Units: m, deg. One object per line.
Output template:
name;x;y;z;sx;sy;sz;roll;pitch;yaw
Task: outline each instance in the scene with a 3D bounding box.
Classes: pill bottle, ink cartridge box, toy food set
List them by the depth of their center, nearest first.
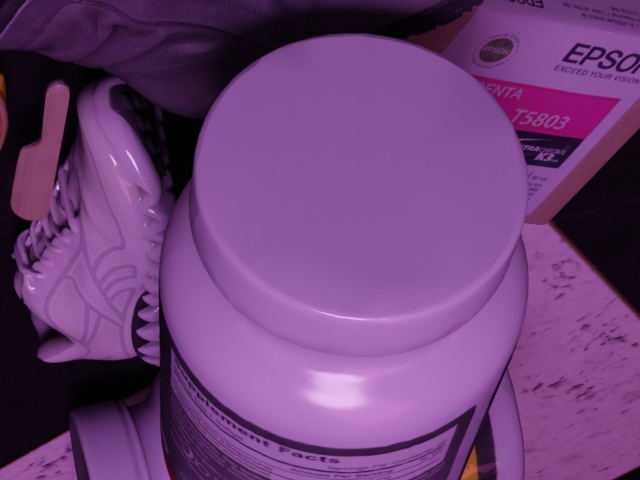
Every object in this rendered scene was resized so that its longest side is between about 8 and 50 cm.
toy food set;-0.250;-0.073;1.005;0.192;0.038;0.132;6;135;-17
pill bottle;0.009;0.050;1.005;0.210;0.210;0.363;-13;153;-12
ink cartridge box;0.102;-0.107;1.096;0.235;0.088;0.193;5;142;-34
pill bottle;-0.022;0.167;1.348;0.334;0.188;0.188;-12;147;-14

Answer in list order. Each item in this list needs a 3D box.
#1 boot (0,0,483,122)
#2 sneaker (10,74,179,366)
boot;-0.028;-0.177;0.890;0.223;0.118;0.338;18;132;-41
sneaker;-0.147;0.002;1.116;0.118;0.110;0.292;-5;146;-7
